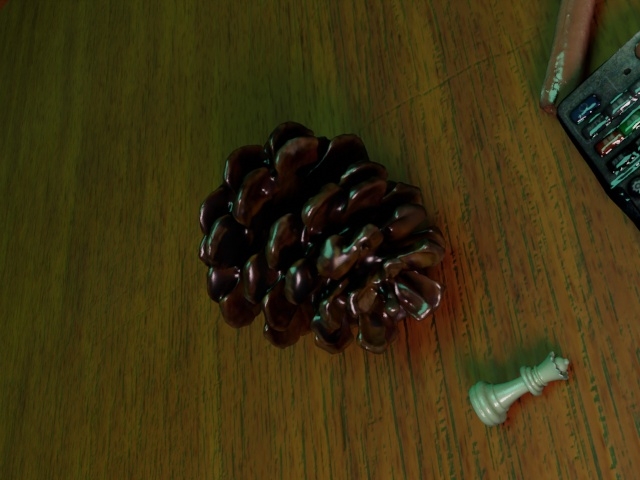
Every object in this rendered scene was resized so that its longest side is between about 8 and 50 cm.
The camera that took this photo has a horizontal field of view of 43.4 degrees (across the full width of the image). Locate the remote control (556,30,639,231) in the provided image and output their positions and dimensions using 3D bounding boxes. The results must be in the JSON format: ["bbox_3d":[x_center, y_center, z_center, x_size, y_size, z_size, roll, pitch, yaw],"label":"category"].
[{"bbox_3d":[0.323,-0.016,0.607,0.144,0.062,0.399,-43,44,25],"label":"remote control"}]

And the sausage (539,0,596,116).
[{"bbox_3d":[0.251,-0.214,0.801,0.043,0.043,0.186,0,73,48],"label":"sausage"}]

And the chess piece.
[{"bbox_3d":[0.181,0.128,0.719,0.093,0.042,0.042,-36,48,24],"label":"chess piece"}]

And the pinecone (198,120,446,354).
[{"bbox_3d":[0.000,0.000,0.852,0.309,0.244,0.244,24,90,35],"label":"pinecone"}]
